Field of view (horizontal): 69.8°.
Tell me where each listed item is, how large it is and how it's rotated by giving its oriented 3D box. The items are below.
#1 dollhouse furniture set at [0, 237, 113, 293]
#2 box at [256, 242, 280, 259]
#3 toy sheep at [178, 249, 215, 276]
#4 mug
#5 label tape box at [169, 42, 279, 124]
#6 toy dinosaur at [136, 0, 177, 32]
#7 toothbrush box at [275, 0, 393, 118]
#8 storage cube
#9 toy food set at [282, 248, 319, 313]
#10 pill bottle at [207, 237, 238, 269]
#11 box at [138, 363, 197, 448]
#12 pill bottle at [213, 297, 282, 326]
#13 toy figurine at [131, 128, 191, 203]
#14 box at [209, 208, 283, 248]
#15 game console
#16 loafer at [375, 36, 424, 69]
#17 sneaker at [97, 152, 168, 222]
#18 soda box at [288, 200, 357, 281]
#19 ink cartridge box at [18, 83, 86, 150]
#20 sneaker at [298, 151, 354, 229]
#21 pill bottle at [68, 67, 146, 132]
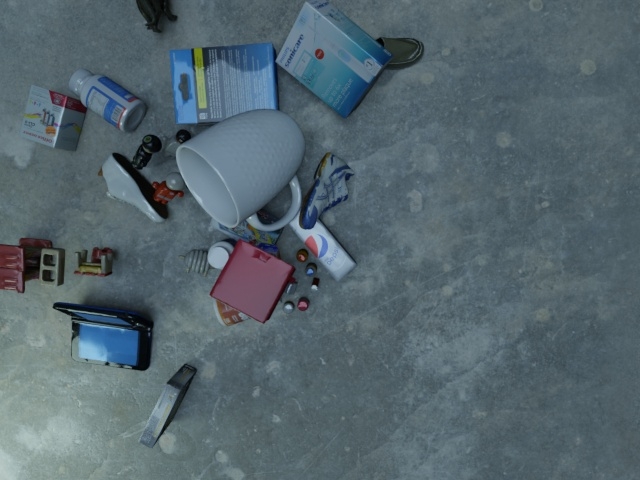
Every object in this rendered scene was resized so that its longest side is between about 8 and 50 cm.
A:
[{"bbox_3d":[-0.883,0.093,1.552,0.373,0.201,0.153,6,96,-5],"label":"dollhouse furniture set"},{"bbox_3d":[-0.176,0.068,1.564,0.081,0.028,0.136,7,131,14],"label":"box"},{"bbox_3d":[-0.423,0.073,1.586,0.131,0.091,0.091,11,96,-18],"label":"toy sheep"},{"bbox_3d":[-0.194,-0.203,1.399,0.328,0.276,0.374,-40,116,-27],"label":"mug"},{"bbox_3d":[-0.307,-0.504,1.513,0.332,0.106,0.241,-3,97,2],"label":"label tape box"},{"bbox_3d":[-0.536,-0.758,1.446,0.120,0.314,0.161,1,134,12],"label":"toy dinosaur"},{"bbox_3d":[0.041,-0.571,1.440,0.295,0.126,0.216,40,132,-2],"label":"toothbrush box"},{"bbox_3d":[-0.202,0.128,1.426,0.214,0.184,0.193,28,84,1],"label":"storage cube"},{"bbox_3d":[-0.065,0.154,1.571,0.111,0.104,0.233,20,96,0],"label":"toy food set"},{"bbox_3d":[-0.321,0.046,1.536,0.094,0.169,0.094,0,95,2],"label":"pill bottle"},{"bbox_3d":[-0.524,0.566,1.588,0.056,0.183,0.231,27,95,-1],"label":"box"},{"bbox_3d":[-0.247,0.207,1.574,0.215,0.121,0.121,-19,95,4],"label":"pill bottle"},{"bbox_3d":[-0.472,-0.247,1.482,0.148,0.209,0.213,-32,91,42],"label":"toy figurine"},{"bbox_3d":[-0.247,-0.056,1.545,0.232,0.044,0.159,31,133,-2],"label":"box"},{"bbox_3d":[-0.751,0.336,1.585,0.292,0.250,0.174,7,69,1],"label":"game console"},{"bbox_3d":[0.216,-0.611,1.495,0.250,0.087,0.095,-7,96,3],"label":"loafer"},{"bbox_3d":[-0.643,-0.154,1.570,0.123,0.106,0.290,-42,85,15],"label":"sneaker"},{"bbox_3d":[0.000,0.000,1.559,0.091,0.098,0.286,-40,94,5],"label":"soda box"},{"bbox_3d":[-0.888,-0.403,1.531,0.128,0.127,0.177,18,97,0],"label":"ink cartridge box"},{"bbox_3d":[0.028,-0.149,1.484,0.130,0.112,0.297,28,63,-13],"label":"sneaker"},{"bbox_3d":[-0.707,-0.469,1.521,0.221,0.124,0.124,35,96,-1],"label":"pill bottle"}]
